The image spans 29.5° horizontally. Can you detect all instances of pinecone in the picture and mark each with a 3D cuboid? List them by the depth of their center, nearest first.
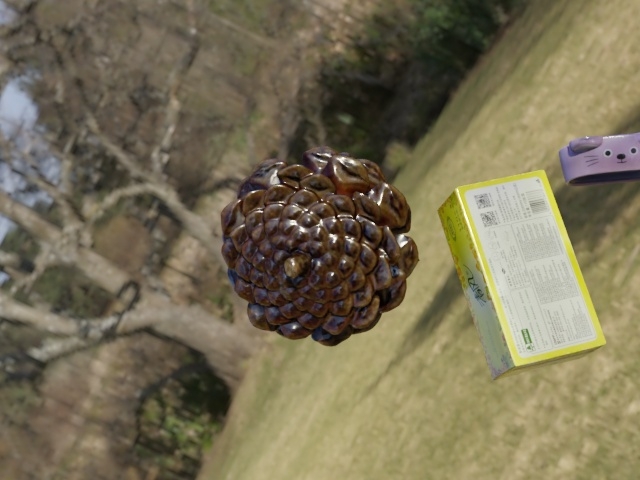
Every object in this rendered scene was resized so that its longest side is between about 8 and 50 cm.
[{"bbox_3d":[0.000,0.000,1.224,0.207,0.208,0.208,-63,5,9],"label":"pinecone"}]

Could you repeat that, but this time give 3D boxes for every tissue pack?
[{"bbox_3d":[0.184,0.032,1.126,0.062,0.095,0.176,126,129,-67],"label":"tissue pack"}]

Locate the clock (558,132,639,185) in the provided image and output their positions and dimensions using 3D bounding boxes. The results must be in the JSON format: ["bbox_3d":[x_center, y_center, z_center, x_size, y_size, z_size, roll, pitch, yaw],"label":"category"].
[{"bbox_3d":[0.421,-0.116,1.732,0.110,0.153,0.050,59,-154,-79],"label":"clock"}]
